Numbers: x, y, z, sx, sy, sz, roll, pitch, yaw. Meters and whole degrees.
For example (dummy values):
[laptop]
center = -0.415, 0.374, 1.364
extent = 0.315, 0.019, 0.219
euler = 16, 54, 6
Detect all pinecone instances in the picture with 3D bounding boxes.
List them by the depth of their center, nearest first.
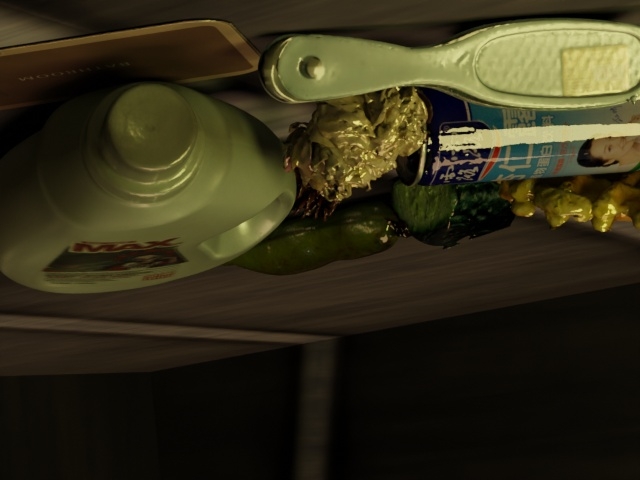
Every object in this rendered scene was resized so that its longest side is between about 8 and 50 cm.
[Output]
[pinecone]
center = -0.015, -0.057, 1.739
extent = 0.083, 0.077, 0.077
euler = 7, 168, -20

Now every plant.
[plant]
center = 0.017, -0.095, 1.439
extent = 0.116, 0.122, 0.104
euler = -43, 155, 16

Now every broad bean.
[broad bean]
center = 0.000, 0.000, 2.189
extent = 0.339, 0.061, 0.077
euler = -14, 162, 39

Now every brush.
[brush]
center = 0.098, -0.130, 1.381
extent = 0.297, 0.068, 0.060
euler = -1, -167, -11

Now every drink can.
[drink can]
center = 0.179, -0.096, 1.520
extent = 0.235, 0.097, 0.097
euler = -3, 172, -13

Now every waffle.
[waffle]
center = 0.259, -0.061, 1.618
extent = 0.238, 0.059, 0.243
euler = -2, -158, -16

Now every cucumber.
[cucumber]
center = 0.145, -0.036, 2.022
extent = 0.115, 0.086, 0.193
euler = -13, 176, 30

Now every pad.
[pad]
center = -0.179, -0.122, 1.371
extent = 0.266, 0.002, 0.176
euler = -8, 172, 9

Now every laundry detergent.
[laundry detergent]
center = -0.133, -0.050, 1.506
extent = 0.264, 0.124, 0.398
euler = -5, 171, -11
